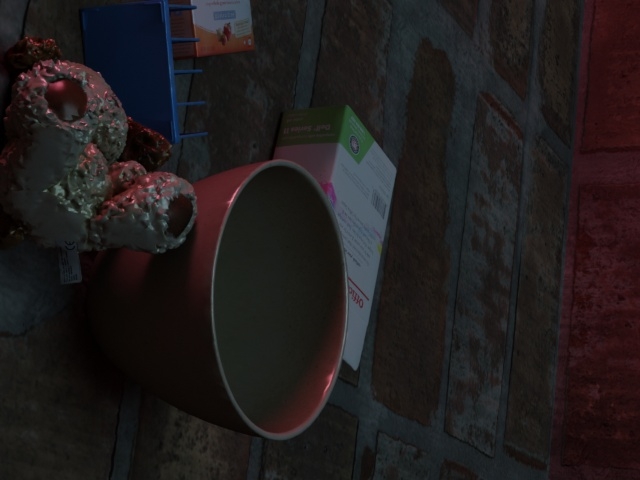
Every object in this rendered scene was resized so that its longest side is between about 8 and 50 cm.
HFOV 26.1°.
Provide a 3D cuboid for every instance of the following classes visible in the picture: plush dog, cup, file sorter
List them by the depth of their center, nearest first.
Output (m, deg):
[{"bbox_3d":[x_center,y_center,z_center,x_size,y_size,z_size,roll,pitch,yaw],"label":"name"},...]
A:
[{"bbox_3d":[-0.277,-0.103,1.530,0.262,0.210,0.225,46,29,-33],"label":"plush dog"},{"bbox_3d":[-0.142,0.070,1.683,0.331,0.237,0.331,1,89,-62],"label":"cup"},{"bbox_3d":[-0.210,-0.203,1.693,0.104,0.118,0.170,-16,103,-64],"label":"file sorter"}]

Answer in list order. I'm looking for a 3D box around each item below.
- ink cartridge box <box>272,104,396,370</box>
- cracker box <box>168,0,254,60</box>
[{"bbox_3d":[0.000,0.000,2.078,0.207,0.119,0.354,48,47,-52],"label":"ink cartridge box"},{"bbox_3d":[-0.162,-0.362,1.841,0.155,0.067,0.232,-23,109,-61],"label":"cracker box"}]
